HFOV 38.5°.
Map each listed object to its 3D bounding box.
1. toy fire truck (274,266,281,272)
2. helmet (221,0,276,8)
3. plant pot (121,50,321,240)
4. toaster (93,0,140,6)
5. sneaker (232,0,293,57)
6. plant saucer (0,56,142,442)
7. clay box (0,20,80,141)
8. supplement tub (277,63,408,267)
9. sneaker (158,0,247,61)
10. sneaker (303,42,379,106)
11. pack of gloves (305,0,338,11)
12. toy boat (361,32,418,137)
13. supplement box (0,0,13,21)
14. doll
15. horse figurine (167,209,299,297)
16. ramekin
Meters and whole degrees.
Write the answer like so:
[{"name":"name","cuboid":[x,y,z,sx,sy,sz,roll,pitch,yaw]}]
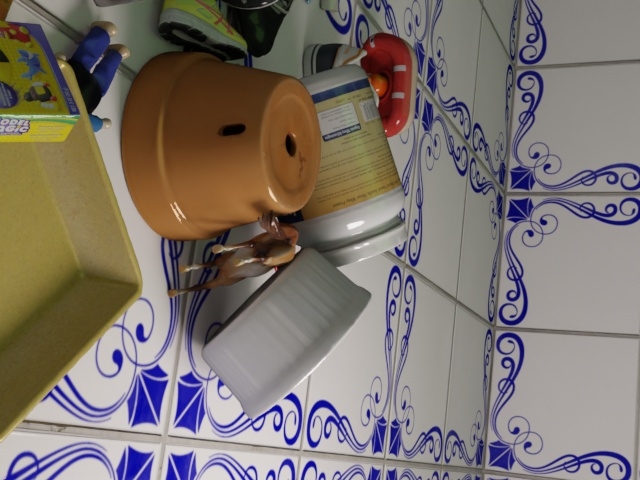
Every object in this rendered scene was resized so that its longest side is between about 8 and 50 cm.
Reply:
[{"name":"toy fire truck","cuboid":[0.000,0.000,1.742,0.135,0.192,0.047,-103,-179,-62]},{"name":"helmet","cuboid":[-0.108,-0.448,1.445,0.161,0.170,0.169,-64,152,-81]},{"name":"plant pot","cuboid":[-0.130,-0.144,1.374,0.291,0.204,0.290,0,90,-65]},{"name":"toaster","cuboid":[-0.240,-0.394,1.145,0.168,0.186,0.110,64,32,-46]},{"name":"sneaker","cuboid":[-0.062,-0.478,1.580,0.122,0.146,0.330,28,67,-64]},{"name":"plant saucer","cuboid":[-0.358,0.005,1.030,0.332,0.081,0.332,-54,138,-52]},{"name":"clay box","cuboid":[-0.364,-0.160,0.905,0.222,0.053,0.127,-7,62,-47]},{"name":"supplement tub","cuboid":[0.014,-0.124,1.587,0.228,0.228,0.316,-30,103,-62]},{"name":"sneaker","cuboid":[-0.174,-0.338,1.419,0.208,0.082,0.094,21,64,-67]},{"name":"sneaker","cuboid":[0.047,-0.236,1.852,0.126,0.128,0.321,-44,131,-59]},{"name":"pack of gloves","cuboid":[0.007,-0.587,1.840,0.195,0.046,0.232,-18,108,-65]},{"name":"toy boat","cuboid":[0.119,-0.346,2.022,0.151,0.151,0.231,7,84,-36]},{"name":"supplement box","cuboid":[-0.362,-0.341,1.008,0.080,0.078,0.233,50,46,-51]},{"name":"doll","cuboid":[-0.305,-0.195,1.176,0.129,0.046,0.189,65,35,-42]},{"name":"horse figurine","cuboid":[-0.115,0.025,1.396,0.174,0.263,0.066,-12,79,-46]},{"name":"ramekin","cuboid":[-0.061,0.138,1.462,0.135,0.277,0.277,45,36,-4]}]
